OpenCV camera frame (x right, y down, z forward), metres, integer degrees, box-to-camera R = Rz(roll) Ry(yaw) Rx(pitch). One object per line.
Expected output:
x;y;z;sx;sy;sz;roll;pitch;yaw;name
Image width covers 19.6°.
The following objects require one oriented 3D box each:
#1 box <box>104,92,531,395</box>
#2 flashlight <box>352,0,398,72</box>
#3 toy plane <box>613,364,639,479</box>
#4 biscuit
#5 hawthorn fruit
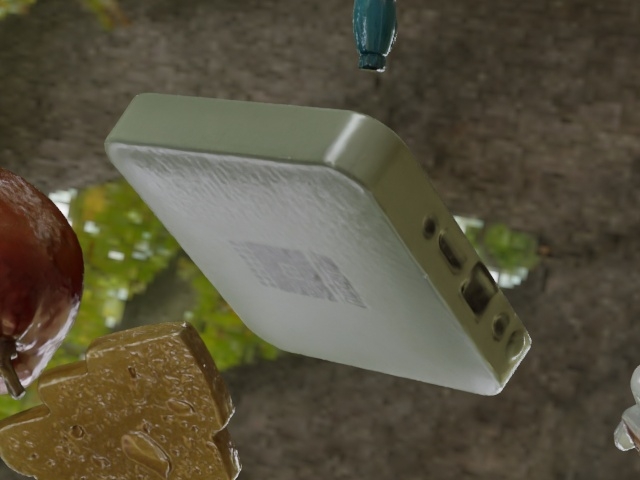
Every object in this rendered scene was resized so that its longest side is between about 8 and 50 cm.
0.000;0.000;1.878;0.090;0.373;0.367;-58;-47;-24;box
0.050;-0.226;1.780;0.051;0.051;0.129;7;-93;-54;flashlight
0.216;0.175;0.946;0.118;0.252;0.252;-23;-54;-2;toy plane
-0.145;0.151;1.474;0.239;0.212;0.041;-63;-1;32;biscuit
-0.295;0.045;1.571;0.205;0.253;0.205;-19;-50;-24;hawthorn fruit
